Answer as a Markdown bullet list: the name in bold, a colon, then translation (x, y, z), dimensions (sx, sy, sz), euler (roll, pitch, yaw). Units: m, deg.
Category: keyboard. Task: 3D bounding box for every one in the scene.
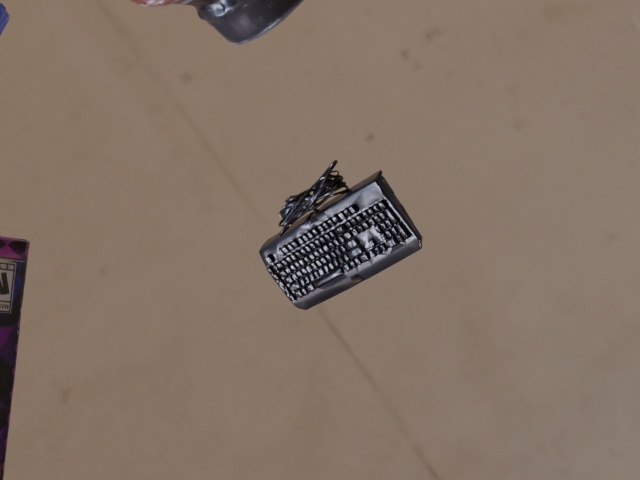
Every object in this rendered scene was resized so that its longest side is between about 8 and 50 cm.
- **keyboard**: translation (0.000, 0.000, 1.368), dimensions (0.100, 0.038, 0.192), euler (56, 140, -1)

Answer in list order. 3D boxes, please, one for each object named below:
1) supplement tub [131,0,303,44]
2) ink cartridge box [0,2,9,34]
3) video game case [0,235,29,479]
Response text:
- **supplement tub**: translation (-0.083, -0.172, 0.677), dimensions (0.198, 0.106, 0.106), euler (40, -179, -25)
- **ink cartridge box**: translation (-0.423, -0.158, 1.203), dimensions (0.270, 0.151, 0.395), euler (35, 149, -25)
- **video game case**: translation (-0.290, 0.089, 0.899), dimensions (0.042, 0.232, 0.210), euler (173, 104, -68)
